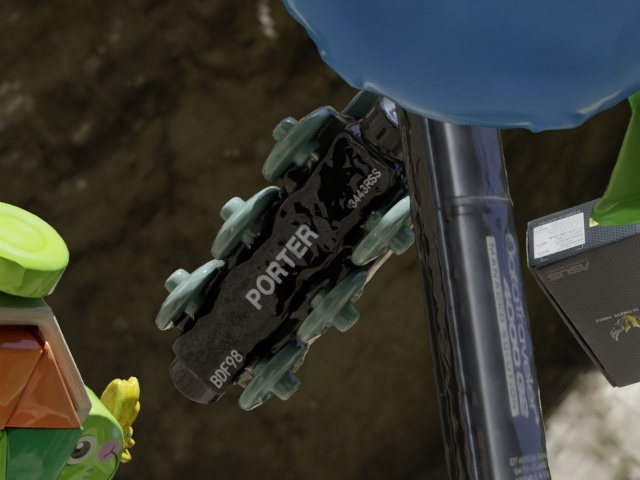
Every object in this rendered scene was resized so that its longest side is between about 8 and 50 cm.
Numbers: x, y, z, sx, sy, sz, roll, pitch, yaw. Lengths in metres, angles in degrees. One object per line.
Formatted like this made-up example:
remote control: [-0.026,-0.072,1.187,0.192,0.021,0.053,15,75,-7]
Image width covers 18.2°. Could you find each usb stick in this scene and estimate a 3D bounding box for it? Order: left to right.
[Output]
usb stick: [0.086,0.041,1.082,0.045,0.278,0.077,-12,-7,30]

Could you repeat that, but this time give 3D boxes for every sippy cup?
sippy cup: [0.079,-0.160,0.749,0.305,0.224,0.240,34,-56,-6]

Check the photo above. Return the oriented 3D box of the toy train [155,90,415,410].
toy train: [0.000,0.000,1.624,0.142,0.190,0.334,43,-58,8]

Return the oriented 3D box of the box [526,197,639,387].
box: [0.313,0.024,1.660,0.232,0.059,0.183,-18,-45,23]

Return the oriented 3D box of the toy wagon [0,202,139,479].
toy wagon: [-0.208,0.104,0.942,0.344,0.267,0.068,5,32,-46]
